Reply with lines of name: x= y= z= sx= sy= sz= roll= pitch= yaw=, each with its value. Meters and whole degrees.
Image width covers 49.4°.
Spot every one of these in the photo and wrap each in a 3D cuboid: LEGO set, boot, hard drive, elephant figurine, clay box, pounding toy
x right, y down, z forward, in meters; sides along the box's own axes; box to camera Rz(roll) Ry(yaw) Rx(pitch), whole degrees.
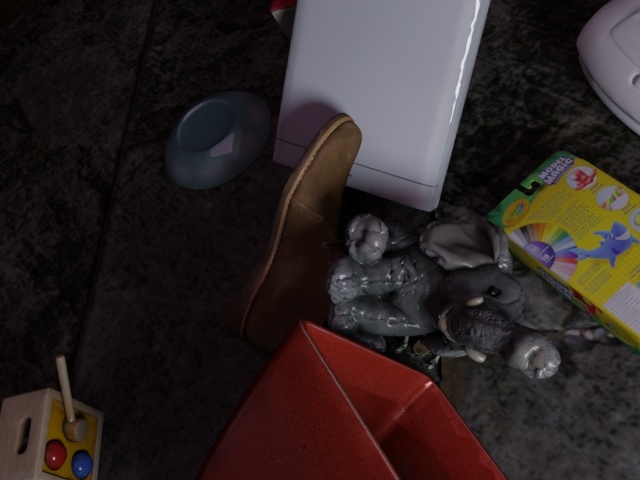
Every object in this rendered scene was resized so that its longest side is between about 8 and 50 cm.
LEGO set: x=0.114 y=0.117 z=0.794 sx=0.054 sy=0.023 sz=0.083 roll=-1 pitch=45 yaw=11
boot: x=0.000 y=0.000 z=0.843 sx=0.115 sy=0.112 sz=0.305 roll=25 pitch=96 yaw=22
hard drive: x=0.072 y=-0.236 z=0.847 sx=0.233 sy=0.047 sz=0.353 roll=20 pitch=113 yaw=23
elephant figurine: x=0.139 y=0.061 z=0.720 sx=0.239 sy=0.169 sz=0.186 roll=7 pitch=61 yaw=26
clay box: x=0.301 y=0.005 z=0.751 sx=0.127 sy=0.053 sz=0.222 roll=-42 pitch=51 yaw=-3
pounding toy: x=-0.328 y=0.236 z=0.860 sx=0.100 sy=0.130 sz=0.141 roll=-15 pitch=56 yaw=17

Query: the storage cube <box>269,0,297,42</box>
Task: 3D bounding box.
storage cube: x=0.062 y=-0.350 z=0.999 sx=0.215 sy=0.183 sz=0.193 roll=-1 pitch=62 yaw=24

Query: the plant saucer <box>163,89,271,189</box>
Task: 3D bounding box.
plant saucer: x=-0.172 y=-0.171 z=1.093 sx=0.195 sy=0.037 sz=0.195 roll=-12 pitch=56 yaw=19

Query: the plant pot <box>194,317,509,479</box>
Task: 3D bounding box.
plant pot: x=0.031 y=0.269 z=0.608 sx=0.236 sy=0.267 sz=0.267 roll=-44 pitch=51 yaw=12

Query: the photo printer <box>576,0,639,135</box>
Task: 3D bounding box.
photo printer: x=0.470 y=-0.226 z=0.776 sx=0.307 sy=0.107 sz=0.256 roll=-34 pitch=52 yaw=4
